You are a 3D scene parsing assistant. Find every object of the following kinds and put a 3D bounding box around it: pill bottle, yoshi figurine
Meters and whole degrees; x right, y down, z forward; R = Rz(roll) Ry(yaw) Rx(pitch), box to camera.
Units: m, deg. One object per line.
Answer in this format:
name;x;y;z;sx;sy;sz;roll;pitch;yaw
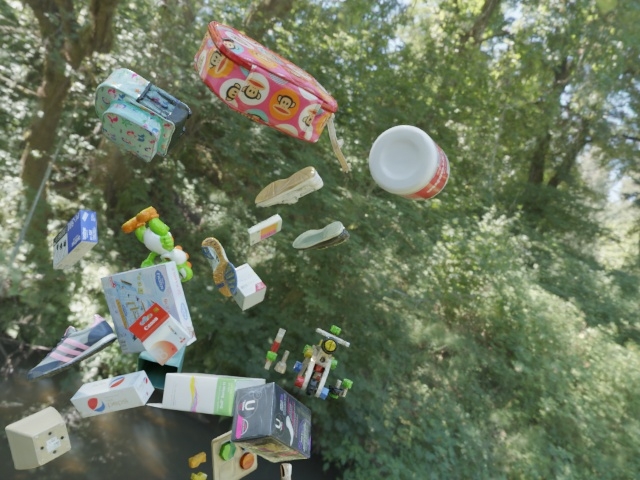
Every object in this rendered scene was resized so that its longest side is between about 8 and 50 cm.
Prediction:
pill bottle;0.343;-0.265;1.697;0.229;0.229;0.407;23;9;23
yoshi figurine;-0.710;0.052;2.030;0.362;0.203;0.203;56;-15;-13

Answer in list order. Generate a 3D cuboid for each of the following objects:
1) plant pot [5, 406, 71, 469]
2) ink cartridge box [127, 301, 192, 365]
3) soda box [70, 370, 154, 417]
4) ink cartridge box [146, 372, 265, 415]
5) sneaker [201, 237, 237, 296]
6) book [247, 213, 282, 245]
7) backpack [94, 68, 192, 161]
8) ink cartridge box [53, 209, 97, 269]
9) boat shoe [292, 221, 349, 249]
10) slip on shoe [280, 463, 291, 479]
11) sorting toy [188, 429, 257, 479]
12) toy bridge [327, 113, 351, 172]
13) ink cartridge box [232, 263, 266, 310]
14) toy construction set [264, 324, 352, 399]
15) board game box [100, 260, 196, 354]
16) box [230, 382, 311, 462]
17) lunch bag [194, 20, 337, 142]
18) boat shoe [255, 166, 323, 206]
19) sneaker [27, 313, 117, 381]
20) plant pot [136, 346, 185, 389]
plant pot;-0.660;0.474;1.106;0.096;0.109;0.109;-8;5;36
ink cartridge box;-0.571;0.332;1.650;0.179;0.145;0.045;47;0;-15
soda box;-0.602;0.446;1.347;0.216;0.074;0.069;-15;21;13
ink cartridge box;-0.397;0.526;1.613;0.353;0.119;0.207;-3;-16;22
sneaker;-0.471;0.127;2.230;0.111;0.296;0.131;-21;-7;-8
book;-0.227;-0.039;1.890;0.035;0.144;0.096;52;-24;23
backpack;-0.559;-0.382;1.418;0.253;0.191;0.225;36;-33;-11
ink cartridge box;-0.703;0.001;1.325;0.207;0.097;0.046;-29;-26;36
boat shoe;0.000;0.000;1.712;0.227;0.081;0.069;-17;-46;33
slip on shoe;-0.147;1.001;1.941;0.041;0.051;0.135;23;39;-20
sorting toy;-0.359;0.847;1.780;0.041;0.229;0.307;7;10;40
toy bridge;0.054;-0.297;1.441;0.026;0.188;0.063;-13;21;20
ink cartridge box;-0.383;0.234;2.355;0.128;0.127;0.176;-24;59;-33
toy construction set;-0.031;0.391;1.648;0.308;0.237;0.257;21;-3;22
board game box;-0.662;0.262;1.784;0.318;0.319;0.066;-11;6;20
box;-0.150;0.588;1.486;0.143;0.165;0.270;-16;-43;18
lunch bag;-0.123;-0.347;1.013;0.293;0.120;0.258;19;27;-33
boat shoe;-0.116;-0.174;1.718;0.277;0.098;0.096;-19;-47;28
sneaker;-0.926;0.394;1.709;0.131;0.319;0.112;58;-21;7
plant pot;-0.665;0.490;2.002;0.165;0.166;0.234;15;33;-5
